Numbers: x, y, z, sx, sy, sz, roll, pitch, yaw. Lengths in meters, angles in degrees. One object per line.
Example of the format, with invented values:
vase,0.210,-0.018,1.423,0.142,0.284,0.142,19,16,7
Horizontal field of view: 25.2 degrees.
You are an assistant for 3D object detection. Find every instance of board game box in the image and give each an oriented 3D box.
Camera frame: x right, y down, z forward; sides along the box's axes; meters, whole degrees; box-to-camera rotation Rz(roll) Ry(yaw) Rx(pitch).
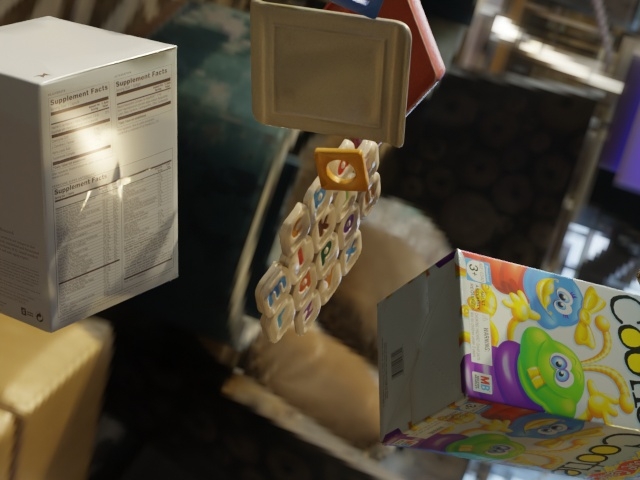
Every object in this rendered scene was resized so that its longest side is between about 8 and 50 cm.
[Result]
board game box,0.206,0.123,1.322,0.142,0.275,0.144,-39,-135,51

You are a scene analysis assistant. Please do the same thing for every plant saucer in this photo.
plant saucer,0.094,-0.292,2.193,0.259,0.047,0.258,-47,-123,54

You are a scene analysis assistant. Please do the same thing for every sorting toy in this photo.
sorting toy,0.013,-0.202,1.698,0.348,0.196,0.047,92,15,-45

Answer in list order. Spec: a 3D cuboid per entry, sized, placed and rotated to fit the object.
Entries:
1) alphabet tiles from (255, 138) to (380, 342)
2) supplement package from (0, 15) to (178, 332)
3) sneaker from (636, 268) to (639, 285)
alphabet tiles,0.000,0.000,1.935,0.284,0.021,0.278,-54,158,-25
supplement package,-0.285,-0.077,1.506,0.198,0.199,0.263,-25,124,-48
sneaker,0.599,0.043,1.869,0.158,0.410,0.182,91,-15,-50
